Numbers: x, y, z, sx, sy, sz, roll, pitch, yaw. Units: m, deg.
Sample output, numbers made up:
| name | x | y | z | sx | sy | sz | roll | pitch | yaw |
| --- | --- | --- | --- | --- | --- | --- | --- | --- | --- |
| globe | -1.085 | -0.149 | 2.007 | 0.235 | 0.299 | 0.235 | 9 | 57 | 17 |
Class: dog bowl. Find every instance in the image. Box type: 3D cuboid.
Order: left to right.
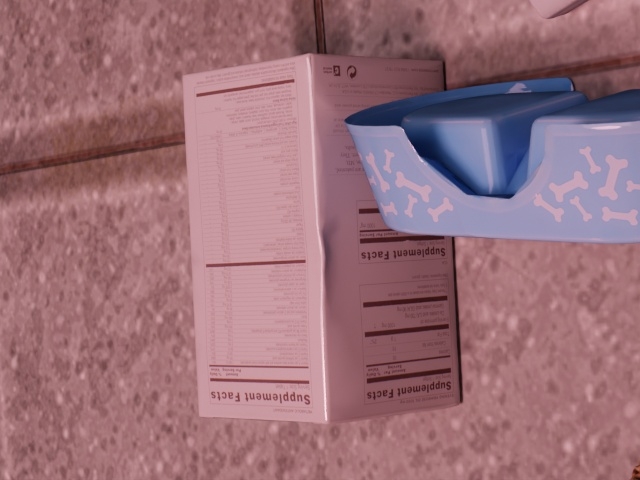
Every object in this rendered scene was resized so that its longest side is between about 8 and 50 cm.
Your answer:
| name | x | y | z | sx | sy | sz | roll | pitch | yaw |
| --- | --- | --- | --- | --- | --- | --- | --- | --- | --- |
| dog bowl | 0.148 | -0.050 | 1.068 | 0.297 | 0.166 | 0.074 | 2 | 105 | 46 |

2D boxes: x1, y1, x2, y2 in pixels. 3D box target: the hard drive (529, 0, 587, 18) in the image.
| name | x | y | z | sx | sy | sz | roll | pitch | yaw |
| --- | --- | --- | --- | --- | --- | --- | --- | --- | --- |
| hard drive | 0.203 | -0.290 | 1.046 | 0.307 | 0.040 | 0.203 | -30 | 85 | 43 |

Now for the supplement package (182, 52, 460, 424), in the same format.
| name | x | y | z | sx | sy | sz | roll | pitch | yaw |
| --- | --- | --- | --- | --- | --- | --- | --- | --- | --- |
| supplement package | 0.000 | 0.000 | 1.237 | 0.139 | 0.134 | 0.244 | -2 | 90 | 46 |

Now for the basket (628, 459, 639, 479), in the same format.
| name | x | y | z | sx | sy | sz | roll | pitch | yaw |
| --- | --- | --- | --- | --- | --- | --- | --- | --- | --- |
| basket | 0.287 | 0.114 | 0.886 | 0.299 | 0.213 | 0.223 | -28 | 73 | 43 |
